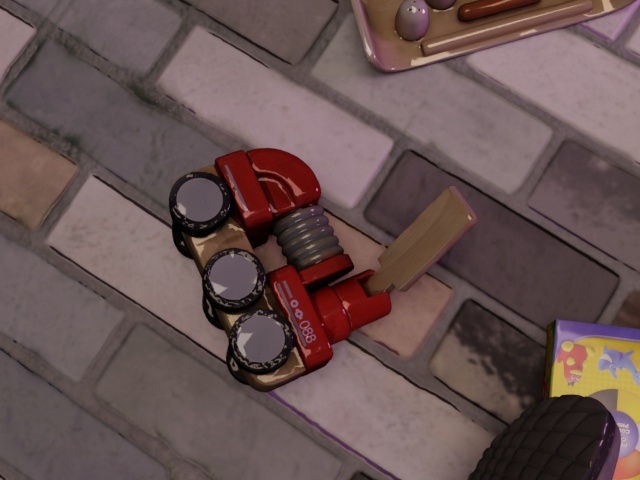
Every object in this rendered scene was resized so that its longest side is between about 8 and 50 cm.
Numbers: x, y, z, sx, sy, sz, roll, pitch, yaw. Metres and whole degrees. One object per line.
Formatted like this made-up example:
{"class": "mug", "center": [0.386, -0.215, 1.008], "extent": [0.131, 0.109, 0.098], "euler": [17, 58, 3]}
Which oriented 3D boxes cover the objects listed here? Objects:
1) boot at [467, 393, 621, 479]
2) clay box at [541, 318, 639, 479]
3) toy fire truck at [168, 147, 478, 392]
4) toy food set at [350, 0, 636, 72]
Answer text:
{"class": "boot", "center": [0.208, 0.318, 0.789], "extent": [0.223, 0.118, 0.338], "euler": [32, 81, -26]}
{"class": "clay box", "center": [0.270, 0.192, 0.866], "extent": [0.127, 0.053, 0.222], "euler": [6, 78, 5]}
{"class": "toy fire truck", "center": [0.000, 0.000, 0.885], "extent": [0.246, 0.158, 0.217], "euler": [-22, 77, -13]}
{"class": "toy food set", "center": [0.168, -0.319, 0.957], "extent": [0.306, 0.092, 0.219], "euler": [-15, 78, 0]}
